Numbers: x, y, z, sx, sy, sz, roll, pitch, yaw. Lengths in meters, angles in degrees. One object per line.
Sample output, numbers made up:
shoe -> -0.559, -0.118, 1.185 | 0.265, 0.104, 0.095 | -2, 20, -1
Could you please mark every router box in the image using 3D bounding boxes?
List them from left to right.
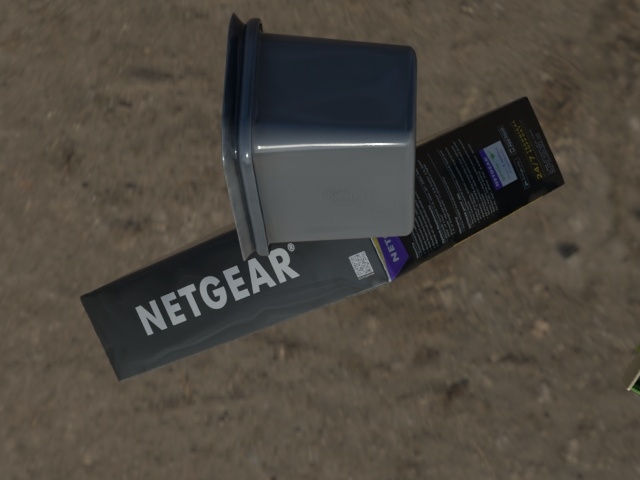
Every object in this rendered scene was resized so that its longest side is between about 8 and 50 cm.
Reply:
router box -> 0.000, 0.000, 1.320 | 0.309, 0.243, 0.081 | -22, 93, 43

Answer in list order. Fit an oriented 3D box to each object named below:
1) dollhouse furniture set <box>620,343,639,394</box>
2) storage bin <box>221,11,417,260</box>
dollhouse furniture set -> 0.300, 0.130, 1.430 | 0.076, 0.151, 0.058 | 29, 104, -12
storage bin -> 0.003, -0.054, 0.846 | 0.091, 0.135, 0.098 | 1, 64, 2
